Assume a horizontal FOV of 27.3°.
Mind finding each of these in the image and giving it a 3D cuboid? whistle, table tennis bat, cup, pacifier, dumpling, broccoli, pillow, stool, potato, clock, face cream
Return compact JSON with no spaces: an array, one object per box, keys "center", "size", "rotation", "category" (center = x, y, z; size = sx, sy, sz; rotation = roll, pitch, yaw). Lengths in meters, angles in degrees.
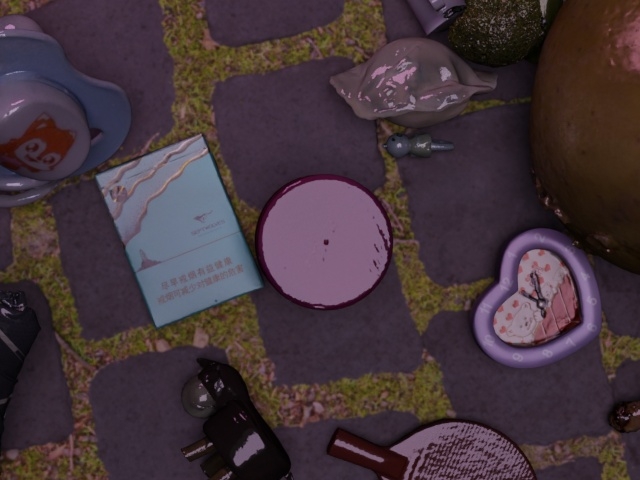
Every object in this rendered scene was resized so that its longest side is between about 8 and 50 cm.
[{"center":[0.134,-0.131,1.819],"size":[0.100,0.035,0.035],"rotation":[0,92,-5],"category":"whistle"},{"center":[0.158,0.335,1.834],"size":[0.310,0.038,0.200],"rotation":[23,90,-5],"category":"table tennis bat"},{"center":[0.146,-0.339,1.780],"size":[0.074,0.104,0.116],"rotation":[-33,90,12],"category":"cup"},{"center":[-0.398,-0.195,1.716],"size":[0.244,0.299,0.233],"rotation":[-28,53,19],"category":"pacifier"},{"center":[0.130,-0.203,1.763],"size":[0.229,0.151,0.124],"rotation":[-8,119,-5],"category":"dumpling"},{"center":[0.233,-0.286,1.738],"size":[0.131,0.130,0.120],"rotation":[-17,57,22],"category":"broccoli"},{"center":[-0.463,0.203,1.675],"size":[0.161,0.092,0.335],"rotation":[15,109,-15],"category":"pillow"},{"center":[-0.126,0.261,1.775],"size":[0.121,0.125,0.217],"rotation":[-36,84,0],"category":"stool"},{"center":[0.443,-0.168,1.723],"size":[0.385,0.319,0.442],"rotation":[13,83,-46],"category":"potato"},{"center":[0.306,0.088,1.822],"size":[0.172,0.064,0.198],"rotation":[25,90,-4],"category":"clock"},{"center":[0.000,0.000,1.735],"size":[0.175,0.195,0.175],"rotation":[0,92,-5],"category":"face cream"}]

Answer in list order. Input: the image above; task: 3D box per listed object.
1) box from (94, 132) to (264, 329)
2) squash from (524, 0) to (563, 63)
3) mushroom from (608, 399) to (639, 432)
[{"center":[-0.192,-0.013,1.798],"size":[0.162,0.041,0.229],"rotation":[-22,93,-3],"category":"box"},{"center":[0.302,-0.362,1.805],"size":[0.069,0.069,0.239],"rotation":[2,94,-4],"category":"squash"},{"center":[0.507,0.211,1.824],"size":[0.217,0.148,0.227],"rotation":[-44,84,17],"category":"mushroom"}]
